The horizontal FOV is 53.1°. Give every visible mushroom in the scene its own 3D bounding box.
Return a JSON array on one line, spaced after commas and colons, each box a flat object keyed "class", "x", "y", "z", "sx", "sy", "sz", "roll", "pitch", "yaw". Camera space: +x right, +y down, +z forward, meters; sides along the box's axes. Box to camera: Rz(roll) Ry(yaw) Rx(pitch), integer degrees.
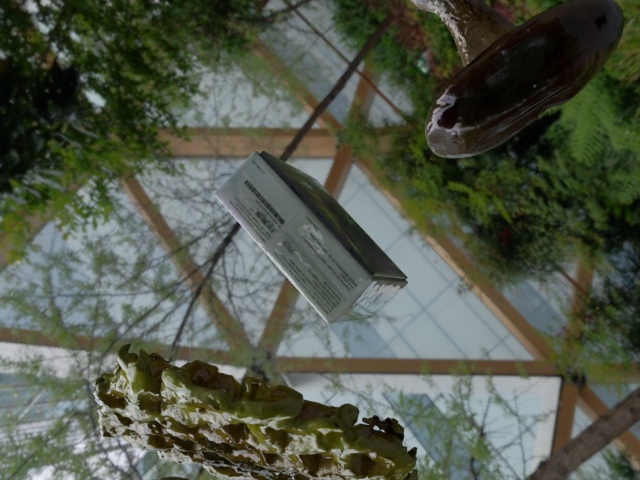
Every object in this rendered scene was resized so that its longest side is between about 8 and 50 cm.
[{"class": "mushroom", "x": 0.175, "y": -0.226, "z": 0.681, "sx": 0.217, "sy": 0.227, "sz": 0.148, "roll": 63, "pitch": -165, "yaw": 17}]

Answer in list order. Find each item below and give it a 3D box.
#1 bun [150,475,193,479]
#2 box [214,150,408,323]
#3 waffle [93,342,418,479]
[{"class": "bun", "x": -0.127, "y": 0.319, "z": 0.604, "sx": 0.128, "sy": 0.178, "sz": 0.193, "roll": -2, "pitch": -162, "yaw": -33}, {"class": "box", "x": 0.000, "y": 0.000, "z": 0.508, "sx": 0.130, "sy": 0.051, "sz": 0.129, "roll": 49, "pitch": -170, "yaw": 16}, {"class": "waffle", "x": -0.061, "y": 0.187, "z": 0.596, "sx": 0.302, "sy": 0.325, "sz": 0.068, "roll": 19, "pitch": -117, "yaw": -3}]
